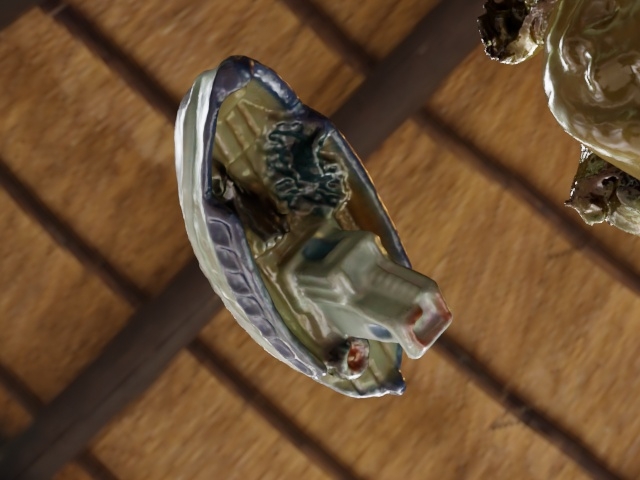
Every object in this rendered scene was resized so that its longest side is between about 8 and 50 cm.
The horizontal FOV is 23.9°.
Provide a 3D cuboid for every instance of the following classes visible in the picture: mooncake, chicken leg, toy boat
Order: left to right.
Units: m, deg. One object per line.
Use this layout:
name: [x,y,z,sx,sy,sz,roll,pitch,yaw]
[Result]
toy boat: [0.000,0.000,0.909,0.115,0.114,0.262,-2,-50,52]
chicken leg: [0.253,-0.187,1.449,0.211,0.361,0.140,2,-27,26]
mooncake: [0.258,-0.144,0.963,0.117,0.235,0.235,26,-22,-39]
